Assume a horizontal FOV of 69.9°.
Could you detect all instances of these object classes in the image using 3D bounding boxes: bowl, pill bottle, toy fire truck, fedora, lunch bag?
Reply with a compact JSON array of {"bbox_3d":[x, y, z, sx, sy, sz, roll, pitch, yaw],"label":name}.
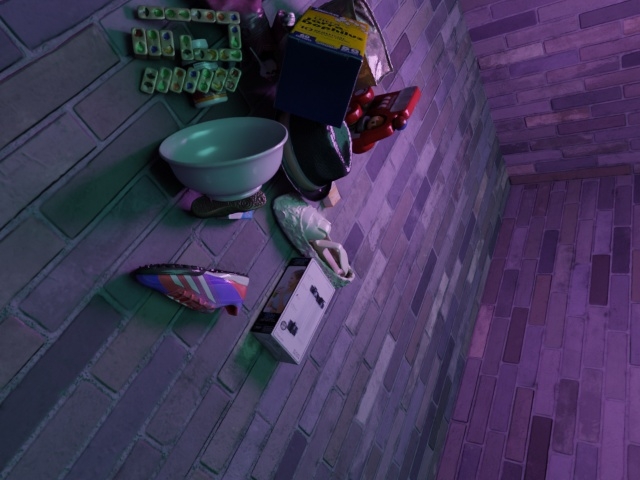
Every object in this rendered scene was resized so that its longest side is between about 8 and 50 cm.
[{"bbox_3d":[-0.220,-0.184,1.096,0.298,0.298,0.134,-44,139,-45],"label":"bowl"},{"bbox_3d":[-0.294,-0.415,1.146,0.086,0.086,0.152,-34,115,-49],"label":"pill bottle"},{"bbox_3d":[0.216,-0.456,1.688,0.169,0.254,0.302,57,46,-34],"label":"toy fire truck"},{"bbox_3d":[-0.001,-0.290,1.384,0.334,0.153,0.334,23,62,-53],"label":"fedora"},{"bbox_3d":[0.077,-0.652,1.525,0.169,0.235,0.287,-51,127,-38],"label":"lunch bag"}]

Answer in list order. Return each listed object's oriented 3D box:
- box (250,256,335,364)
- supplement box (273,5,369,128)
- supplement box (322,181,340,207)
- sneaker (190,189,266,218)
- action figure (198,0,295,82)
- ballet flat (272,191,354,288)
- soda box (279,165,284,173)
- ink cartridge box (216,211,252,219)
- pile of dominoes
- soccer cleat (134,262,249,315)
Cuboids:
[{"bbox_3d":[-0.076,0.211,1.411,0.169,0.087,0.290,56,48,-35],"label":"box"},{"bbox_3d":[0.011,-0.498,1.290,0.356,0.194,0.195,-79,-174,-52],"label":"supplement box"},{"bbox_3d":[0.028,-0.174,1.606,0.062,0.036,0.098,-51,127,-42],"label":"supplement box"},{"bbox_3d":[-0.236,-0.095,1.165,0.188,0.071,0.066,-8,83,-21],"label":"sneaker"},{"bbox_3d":[-0.210,-0.592,1.239,0.370,0.248,0.275,61,3,-46],"label":"action figure"},{"bbox_3d":[0.000,0.000,1.485,0.409,0.147,0.147,58,46,-33],"label":"ballet flat"},{"bbox_3d":[-0.071,-0.222,1.459,0.181,0.058,0.061,45,54,-42],"label":"soda box"},{"bbox_3d":[-0.235,-0.119,1.240,0.088,0.052,0.122,-4,93,-53],"label":"ink cartridge box"},{"bbox_3d":[-0.303,-0.445,1.068,0.251,0.040,0.196,-7,97,-20],"label":"pile of dominoes"},{"bbox_3d":[-0.300,0.121,1.106,0.318,0.109,0.116,16,80,-54],"label":"soccer cleat"}]
